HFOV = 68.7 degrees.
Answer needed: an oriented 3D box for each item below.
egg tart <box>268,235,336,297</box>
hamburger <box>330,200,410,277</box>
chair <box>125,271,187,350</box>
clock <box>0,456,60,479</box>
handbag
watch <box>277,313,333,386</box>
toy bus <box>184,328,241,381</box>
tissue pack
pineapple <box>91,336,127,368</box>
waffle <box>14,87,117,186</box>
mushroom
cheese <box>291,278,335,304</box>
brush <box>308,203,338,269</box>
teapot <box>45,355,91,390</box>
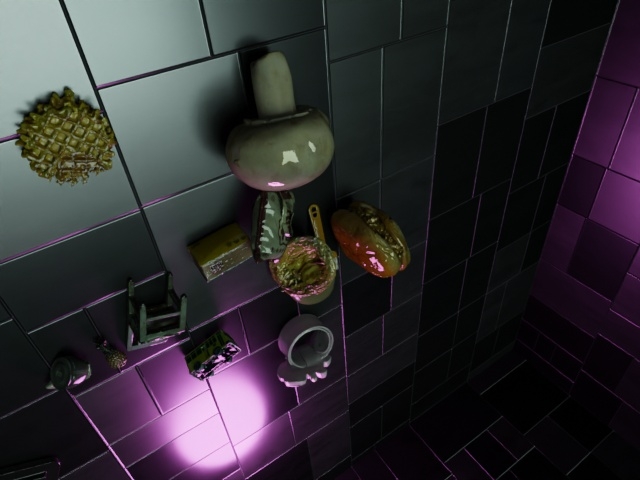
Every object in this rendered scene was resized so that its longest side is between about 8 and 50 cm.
[{"bbox_3d":[-0.057,0.077,1.598,0.252,0.231,0.098,-55,179,27],"label":"egg tart"},{"bbox_3d":[0.178,0.006,1.645,0.158,0.318,0.319,-43,138,-13],"label":"hamburger"},{"bbox_3d":[-0.488,0.248,1.385,0.136,0.147,0.271,-8,123,-36],"label":"chair"},{"bbox_3d":[-0.983,0.819,1.474,0.273,0.049,0.279,0,120,-39],"label":"clock"},{"bbox_3d":[-0.141,-0.044,1.406,0.213,0.127,0.235,7,94,-75],"label":"handbag"},{"bbox_3d":[-0.066,0.429,1.846,0.243,0.196,0.232,-17,123,-26],"label":"watch"},{"bbox_3d":[-0.373,0.392,1.619,0.175,0.101,0.088,-38,138,-3],"label":"toy bus"},{"bbox_3d":[-0.296,0.029,1.398,0.169,0.120,0.082,-30,133,-17],"label":"tissue pack"},{"bbox_3d":[-0.629,0.329,1.402,0.058,0.058,0.125,-30,129,-18],"label":"pineapple"},{"bbox_3d":[-0.554,-0.214,1.039,0.193,0.070,0.197,-37,137,-13],"label":"waffle"},{"bbox_3d":[-0.117,-0.303,1.220,0.314,0.314,0.337,-20,105,-27],"label":"mushroom"},{"bbox_3d":[-0.036,0.157,1.731,0.202,0.091,0.176,-8,124,-36],"label":"cheese"},{"bbox_3d":[0.000,0.000,1.642,0.103,0.013,0.273,-24,115,-26],"label":"brush"},{"bbox_3d":[-0.722,0.379,1.352,0.090,0.124,0.092,15,69,-61],"label":"teapot"}]
